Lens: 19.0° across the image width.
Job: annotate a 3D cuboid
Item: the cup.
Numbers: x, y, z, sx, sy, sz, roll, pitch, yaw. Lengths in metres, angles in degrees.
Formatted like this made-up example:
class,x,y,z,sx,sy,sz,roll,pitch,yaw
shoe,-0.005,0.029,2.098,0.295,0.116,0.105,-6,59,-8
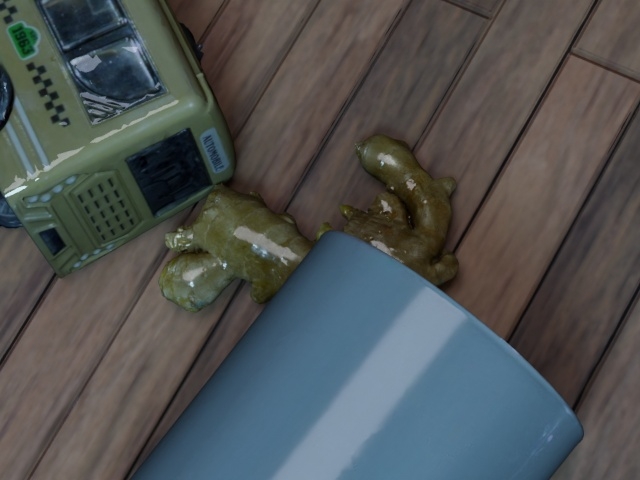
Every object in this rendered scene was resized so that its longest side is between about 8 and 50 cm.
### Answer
class,x,y,z,sx,sy,sz,roll,pitch,yaw
cup,-0.012,0.170,1.166,0.205,0.205,0.312,37,80,21

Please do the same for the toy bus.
class,x,y,z,sx,sy,sz,roll,pitch,yaw
toy bus,-0.211,-0.173,1.360,0.202,0.177,0.365,-27,70,-4

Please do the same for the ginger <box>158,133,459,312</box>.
class,x,y,z,sx,sy,sz,roll,pitch,yaw
ginger,0.000,0.000,1.313,0.176,0.052,0.193,35,78,27
